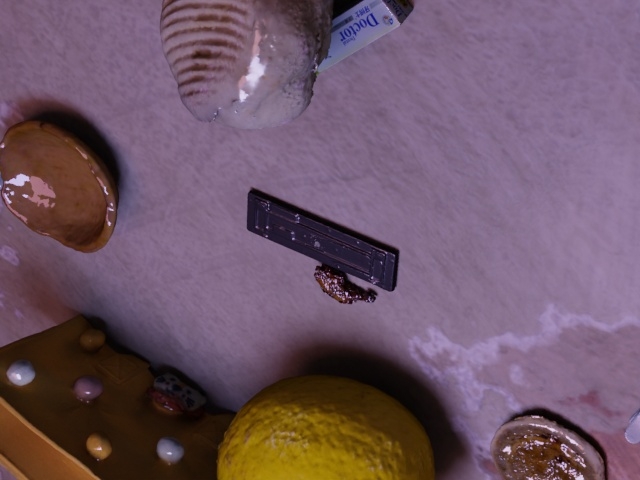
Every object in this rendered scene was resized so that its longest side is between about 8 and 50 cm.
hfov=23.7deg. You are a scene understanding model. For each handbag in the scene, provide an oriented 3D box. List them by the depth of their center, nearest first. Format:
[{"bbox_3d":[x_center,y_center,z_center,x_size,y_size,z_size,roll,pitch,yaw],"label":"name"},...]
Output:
[{"bbox_3d":[-0.259,0.257,2.033,0.401,0.283,0.133,34,116,17],"label":"handbag"}]

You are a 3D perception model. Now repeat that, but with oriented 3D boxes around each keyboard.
[{"bbox_3d":[0.000,0.000,1.808,0.204,0.013,0.061,23,135,22],"label":"keyboard"}]

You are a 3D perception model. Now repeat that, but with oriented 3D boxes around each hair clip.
[{"bbox_3d":[0.361,0.177,1.652,0.030,0.039,0.115,26,134,11],"label":"hair clip"}]

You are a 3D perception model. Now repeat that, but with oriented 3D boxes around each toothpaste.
[{"bbox_3d":[0.024,-0.219,1.591,0.164,0.034,0.046,-25,110,47],"label":"toothpaste"}]

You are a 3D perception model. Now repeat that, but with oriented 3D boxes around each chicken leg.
[{"bbox_3d":[0.027,0.057,1.829,0.083,0.021,0.036,34,129,10],"label":"chicken leg"}]

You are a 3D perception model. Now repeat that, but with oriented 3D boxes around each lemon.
[{"bbox_3d":[0.001,0.287,1.866,0.310,0.253,0.253,13,131,27],"label":"lemon"}]

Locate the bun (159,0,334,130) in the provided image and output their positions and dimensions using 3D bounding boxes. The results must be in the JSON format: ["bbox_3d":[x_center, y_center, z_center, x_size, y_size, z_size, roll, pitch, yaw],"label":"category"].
[{"bbox_3d":[-0.066,-0.234,1.551,0.239,0.141,0.239,3,94,54],"label":"bun"}]

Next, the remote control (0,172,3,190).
[{"bbox_3d":[-0.492,-0.127,2.080,0.061,0.029,0.162,-19,111,48],"label":"remote control"}]

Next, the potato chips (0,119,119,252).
[{"bbox_3d":[-0.331,-0.073,1.973,0.195,0.062,0.208,52,140,-2],"label":"potato chips"}]

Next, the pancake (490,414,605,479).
[{"bbox_3d":[0.267,0.262,1.806,0.151,0.025,0.152,22,136,23],"label":"pancake"}]
